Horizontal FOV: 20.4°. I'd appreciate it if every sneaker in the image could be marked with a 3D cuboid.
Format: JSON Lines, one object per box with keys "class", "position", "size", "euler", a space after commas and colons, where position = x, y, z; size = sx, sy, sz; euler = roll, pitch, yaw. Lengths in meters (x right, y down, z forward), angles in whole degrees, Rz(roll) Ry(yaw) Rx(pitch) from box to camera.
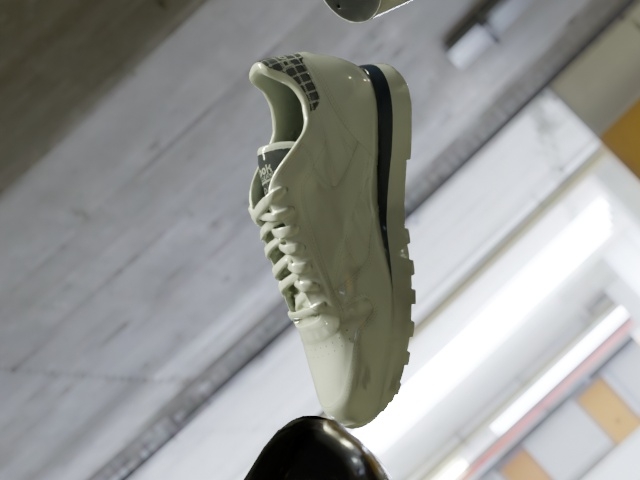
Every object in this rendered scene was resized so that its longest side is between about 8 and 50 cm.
{"class": "sneaker", "position": [0.000, 0.000, 1.103], "size": [0.095, 0.235, 0.090], "euler": [4, -12, -33]}

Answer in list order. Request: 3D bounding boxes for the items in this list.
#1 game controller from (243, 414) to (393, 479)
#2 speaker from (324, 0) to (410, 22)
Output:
{"class": "game controller", "position": [-0.042, 0.210, 0.522], "size": [0.319, 0.067, 0.166], "euler": [-68, -28, -16]}
{"class": "speaker", "position": [0.060, -0.168, 0.994], "size": [0.136, 0.055, 0.055], "euler": [-29, -17, -37]}
